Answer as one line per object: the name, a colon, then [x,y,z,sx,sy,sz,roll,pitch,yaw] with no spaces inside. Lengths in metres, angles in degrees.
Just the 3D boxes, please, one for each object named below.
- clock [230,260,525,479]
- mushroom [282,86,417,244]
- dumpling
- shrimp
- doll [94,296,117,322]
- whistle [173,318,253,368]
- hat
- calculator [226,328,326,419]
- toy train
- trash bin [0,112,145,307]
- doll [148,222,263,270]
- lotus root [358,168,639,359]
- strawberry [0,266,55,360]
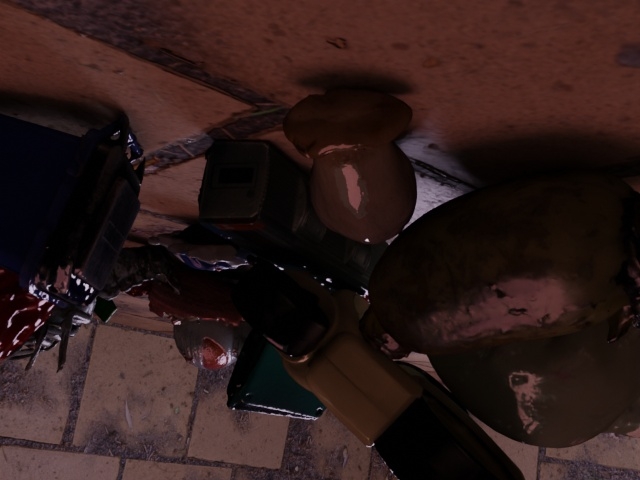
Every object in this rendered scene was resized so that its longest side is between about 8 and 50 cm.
clock: [0.069,0.170,0.883,0.379,0.120,0.276,46,-175,8]
mushroom: [0.031,-0.055,0.648,0.097,0.088,0.212,33,171,22]
dumpling: [0.246,0.087,0.885,0.321,0.269,0.212,6,-168,-30]
shrimp: [-0.416,0.101,1.254,0.221,0.411,0.166,40,148,34]
doll: [-0.464,0.062,1.442,0.186,0.106,0.134,33,-161,-26]
whistle: [-0.162,0.199,1.596,0.348,0.189,0.189,16,168,11]
hat: [-0.237,0.104,1.467,0.287,0.107,0.237,12,-173,8]
calculator: [-0.034,0.202,1.470,0.248,0.274,0.058,21,-174,-45]
toy train: [0.000,0.000,0.905,0.089,0.086,0.409,1,165,26]
trash bin: [-0.302,-0.056,0.751,0.235,0.183,0.162,21,167,1]
doll: [-0.145,0.010,1.110,0.195,0.070,0.096,8,-162,-10]
lotus root: [0.149,0.030,0.696,0.309,0.173,0.173,-22,149,39]
strawberry: [-0.437,0.015,0.997,0.345,0.295,0.317,-24,163,-8]
